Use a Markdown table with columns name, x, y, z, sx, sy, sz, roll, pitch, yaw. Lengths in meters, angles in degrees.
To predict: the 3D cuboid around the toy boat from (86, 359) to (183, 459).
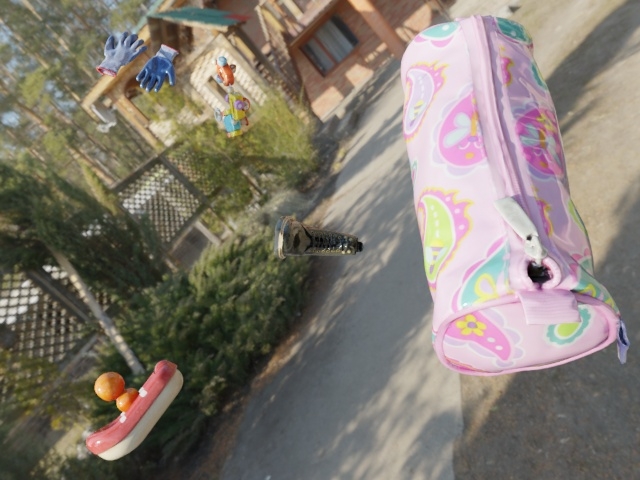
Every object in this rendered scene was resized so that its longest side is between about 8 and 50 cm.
| name | x | y | z | sx | sy | sz | roll | pitch | yaw |
| --- | --- | --- | --- | --- | --- | --- | --- | --- | --- |
| toy boat | -0.412 | 0.339 | 1.123 | 0.231 | 0.151 | 0.151 | -54 | 8 | -23 |

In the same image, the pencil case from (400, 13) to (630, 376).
| name | x | y | z | sx | sy | sz | roll | pitch | yaw |
| --- | --- | --- | --- | --- | --- | --- | --- | --- | --- |
| pencil case | 0.127 | -0.045 | 0.394 | 0.124 | 0.124 | 0.284 | -31 | 44 | 39 |

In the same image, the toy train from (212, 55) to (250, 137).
| name | x | y | z | sx | sy | sz | roll | pitch | yaw |
| --- | --- | --- | --- | --- | --- | --- | --- | --- | --- |
| toy train | -0.183 | -0.294 | 1.101 | 0.046 | 0.125 | 0.166 | -21 | -25 | -23 |

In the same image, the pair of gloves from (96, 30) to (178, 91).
| name | x | y | z | sx | sy | sz | roll | pitch | yaw |
| --- | --- | --- | --- | --- | --- | --- | --- | --- | --- |
| pair of gloves | -0.452 | -0.450 | 1.336 | 0.023 | 0.198 | 0.159 | 123 | 167 | -61 |

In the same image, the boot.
| name | x | y | z | sx | sy | sz | roll | pitch | yaw |
| --- | --- | --- | --- | --- | --- | --- | --- | --- | --- |
| boot | 0.000 | 0.000 | 0.961 | 0.198 | 0.137 | 0.077 | -24 | -59 | -76 |
